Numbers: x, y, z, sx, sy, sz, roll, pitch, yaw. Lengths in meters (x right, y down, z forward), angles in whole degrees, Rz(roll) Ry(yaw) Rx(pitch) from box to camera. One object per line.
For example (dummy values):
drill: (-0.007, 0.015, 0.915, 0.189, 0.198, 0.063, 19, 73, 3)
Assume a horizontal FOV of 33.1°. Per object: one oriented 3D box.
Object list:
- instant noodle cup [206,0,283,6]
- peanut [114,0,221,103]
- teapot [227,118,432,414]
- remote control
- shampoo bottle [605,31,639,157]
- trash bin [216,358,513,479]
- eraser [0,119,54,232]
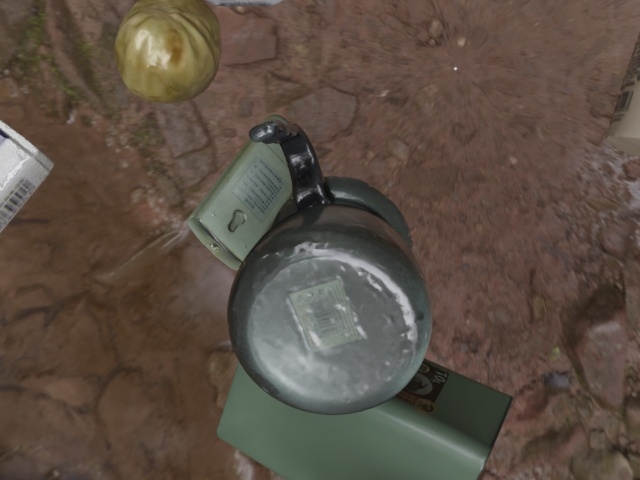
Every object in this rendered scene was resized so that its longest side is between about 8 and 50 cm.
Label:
instant noodle cup: (-0.058, -0.244, 0.476, 0.217, 0.207, 0.217, -7, 71, 22)
peanut: (-0.192, -0.256, 1.434, 0.147, 0.319, 0.148, 0, 98, 1)
teapot: (-0.012, 0.019, 1.255, 0.305, 0.285, 0.223, 39, 111, -11)
remote control: (-0.087, -0.069, 1.442, 0.098, 0.233, 0.038, 46, 140, -17)
shampoo bottle: (0.321, -0.195, 0.919, 0.078, 0.127, 0.257, 20, 88, 3)
trash bin: (0.051, 0.246, 1.440, 0.343, 0.158, 0.223, 26, 123, 9)
eraser: (-0.492, -0.036, 1.428, 0.124, 0.081, 0.279, 36, 82, 10)
